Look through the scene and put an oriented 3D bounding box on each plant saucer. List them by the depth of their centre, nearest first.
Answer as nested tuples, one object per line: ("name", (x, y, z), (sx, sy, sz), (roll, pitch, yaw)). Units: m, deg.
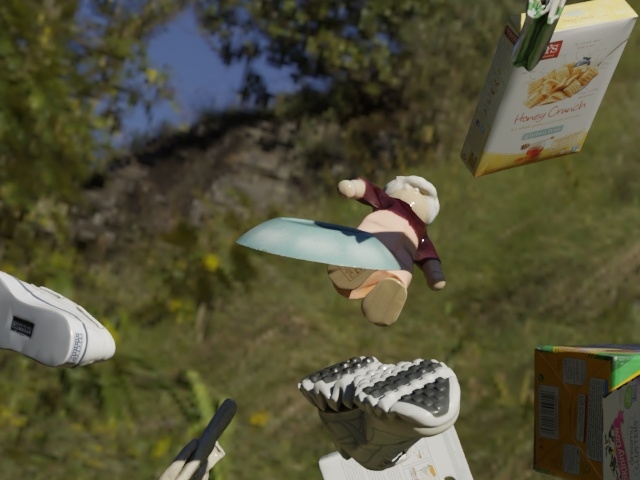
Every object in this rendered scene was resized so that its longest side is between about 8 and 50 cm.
("plant saucer", (0.000, 0.000, 1.845), (0.195, 0.037, 0.195), (9, 5, -1))

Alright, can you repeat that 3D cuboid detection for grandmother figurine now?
("grandmother figurine", (0.099, -0.009, 2.300), (0.104, 0.342, 0.207), (-30, -80, 24))

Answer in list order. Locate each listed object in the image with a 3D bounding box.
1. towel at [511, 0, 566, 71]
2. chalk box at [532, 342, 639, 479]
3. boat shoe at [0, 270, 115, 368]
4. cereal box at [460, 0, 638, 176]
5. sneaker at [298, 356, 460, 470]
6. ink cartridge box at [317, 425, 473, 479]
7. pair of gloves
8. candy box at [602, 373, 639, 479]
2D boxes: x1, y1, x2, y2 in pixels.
("towel", (0.281, -0.350, 1.690), (0.038, 0.324, 0.248), (22, -5, 6))
("chalk box", (0.456, 0.233, 2.169), (0.289, 0.180, 0.179), (0, 2, -27))
("boat shoe", (-0.353, 0.104, 1.985), (0.084, 0.095, 0.258), (12, 11, -45))
("cereal box", (0.283, -0.192, 2.000), (0.173, 0.047, 0.240), (-14, -36, -24))
("sneaker", (0.078, 0.197, 1.770), (0.110, 0.118, 0.292), (-19, 6, -21))
("ink cartridge box", (0.152, 0.459, 2.698), (0.239, 0.275, 0.060), (-20, -1, 2))
("pair of gloves", (-0.186, 0.329, 2.132), (0.042, 0.204, 0.240), (37, -32, 6))
("candy box", (0.393, 0.236, 1.824), (0.070, 0.164, 0.196), (8, -22, -13))
